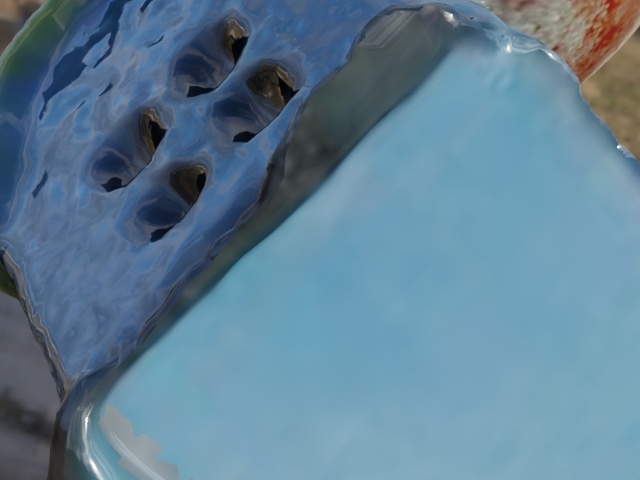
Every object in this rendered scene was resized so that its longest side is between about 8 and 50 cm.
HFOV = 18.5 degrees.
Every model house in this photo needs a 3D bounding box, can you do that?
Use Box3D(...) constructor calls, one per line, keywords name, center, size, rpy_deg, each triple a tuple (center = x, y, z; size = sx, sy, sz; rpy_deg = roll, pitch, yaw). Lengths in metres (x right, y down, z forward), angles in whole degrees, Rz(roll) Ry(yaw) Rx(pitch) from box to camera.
Box3D(name="model house", center=(0.000, 0.000, 0.775), size=(0.237, 0.215, 0.303), rpy_deg=(41, 6, -31))

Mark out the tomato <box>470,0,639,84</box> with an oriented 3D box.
Box3D(name="tomato", center=(0.075, -0.223, 1.258), size=(0.316, 0.317, 0.282), rpy_deg=(15, 9, -3))
